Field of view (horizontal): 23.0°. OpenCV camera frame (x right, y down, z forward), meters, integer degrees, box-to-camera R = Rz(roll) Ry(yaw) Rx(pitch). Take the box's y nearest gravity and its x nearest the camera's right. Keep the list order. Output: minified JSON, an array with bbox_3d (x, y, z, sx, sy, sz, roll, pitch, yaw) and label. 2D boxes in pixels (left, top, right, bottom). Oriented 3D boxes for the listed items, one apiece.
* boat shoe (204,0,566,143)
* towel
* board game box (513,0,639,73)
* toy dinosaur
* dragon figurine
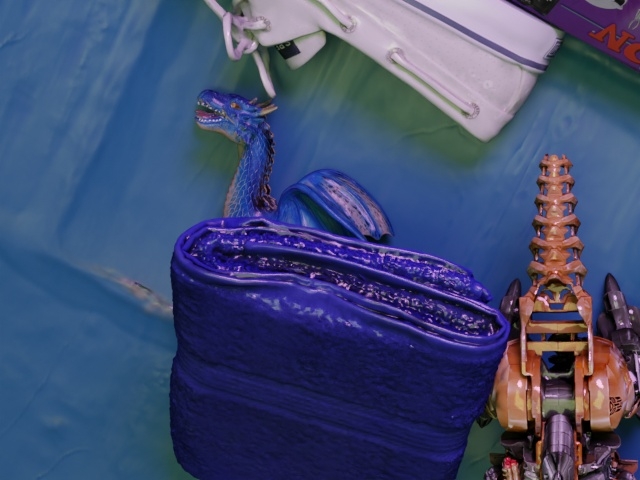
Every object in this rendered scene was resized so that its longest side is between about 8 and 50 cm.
[{"bbox_3d":[-0.015,-0.176,1.156,0.367,0.136,0.156,27,107,-6],"label":"boat shoe"},{"bbox_3d":[0.004,0.101,1.138,0.227,0.076,0.308,16,144,5],"label":"towel"},{"bbox_3d":[0.305,-0.143,1.036,0.346,0.208,0.056,28,70,-7],"label":"board game box"},{"bbox_3d":[0.180,0.111,1.119,0.164,0.218,0.322,20,103,7],"label":"toy dinosaur"},{"bbox_3d":[0.000,0.000,1.195,0.289,0.085,0.144,35,107,6],"label":"dragon figurine"}]
